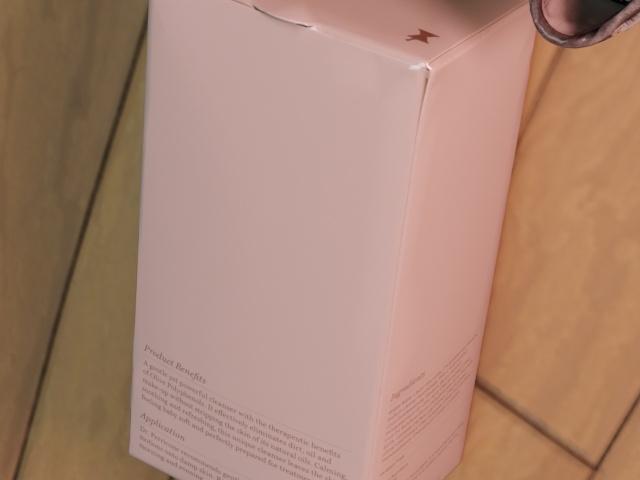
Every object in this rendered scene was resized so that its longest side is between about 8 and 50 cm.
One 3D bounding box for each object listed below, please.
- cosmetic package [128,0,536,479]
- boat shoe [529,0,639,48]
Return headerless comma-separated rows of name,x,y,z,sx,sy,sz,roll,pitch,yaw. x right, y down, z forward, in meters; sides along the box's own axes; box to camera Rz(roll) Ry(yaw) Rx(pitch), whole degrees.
cosmetic package,0.000,0.000,1.083,0.197,0.155,0.365,24,124,24
boat shoe,0.188,-0.204,0.784,0.113,0.105,0.306,45,138,2
